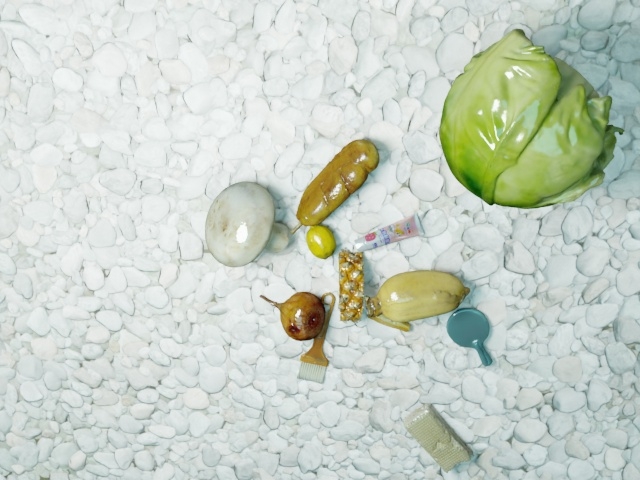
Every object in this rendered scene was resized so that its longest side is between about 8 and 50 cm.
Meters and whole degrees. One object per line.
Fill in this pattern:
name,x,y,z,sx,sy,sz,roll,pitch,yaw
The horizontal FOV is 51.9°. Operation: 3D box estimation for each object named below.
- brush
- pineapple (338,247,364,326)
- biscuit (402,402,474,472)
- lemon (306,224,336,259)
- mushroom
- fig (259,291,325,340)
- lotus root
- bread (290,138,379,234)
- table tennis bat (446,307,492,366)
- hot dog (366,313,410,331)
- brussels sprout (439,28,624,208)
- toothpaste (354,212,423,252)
brush,-0.004,0.299,2.024,0.090,0.017,0.315,11,109,-2
pineapple,0.089,0.148,1.898,0.079,0.135,0.233,0,108,5
biscuit,0.373,0.626,2.077,0.108,0.062,0.239,-38,102,16
lemon,0.000,0.000,1.883,0.082,0.082,0.111,-22,93,12
mushroom,-0.197,-0.035,1.842,0.243,0.243,0.244,2,109,5
fig,-0.089,0.218,1.964,0.201,0.133,0.146,9,80,32
lotus root,0.273,0.156,1.882,0.303,0.131,0.146,-9,124,-1
bread,0.034,-0.140,1.821,0.084,0.124,0.344,29,112,-37
table tennis bat,0.459,0.292,1.968,0.124,0.033,0.201,-28,102,16
hot dog,0.208,0.238,1.974,0.136,0.028,0.044,21,136,1
brussels sprout,0.487,-0.256,1.605,0.425,0.342,0.361,41,102,-11
toothpaste,0.194,-0.014,1.883,0.194,0.043,0.067,-21,103,6
